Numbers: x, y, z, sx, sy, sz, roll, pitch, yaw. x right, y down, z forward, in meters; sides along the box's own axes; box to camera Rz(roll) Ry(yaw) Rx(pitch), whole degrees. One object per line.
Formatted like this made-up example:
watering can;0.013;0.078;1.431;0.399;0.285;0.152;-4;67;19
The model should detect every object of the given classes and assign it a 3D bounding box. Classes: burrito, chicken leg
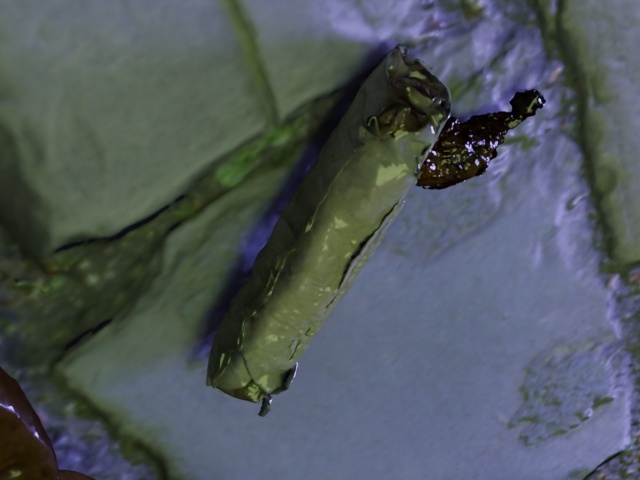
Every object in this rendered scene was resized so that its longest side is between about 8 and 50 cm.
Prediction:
burrito;0.000;0.000;0.660;0.045;0.041;0.185;18;120;-28
chicken leg;0.066;-0.045;0.680;0.083;0.021;0.036;-19;129;-24

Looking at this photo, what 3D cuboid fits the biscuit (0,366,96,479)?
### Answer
biscuit;-0.236;0.169;0.622;0.350;0.070;0.394;-11;135;-34
